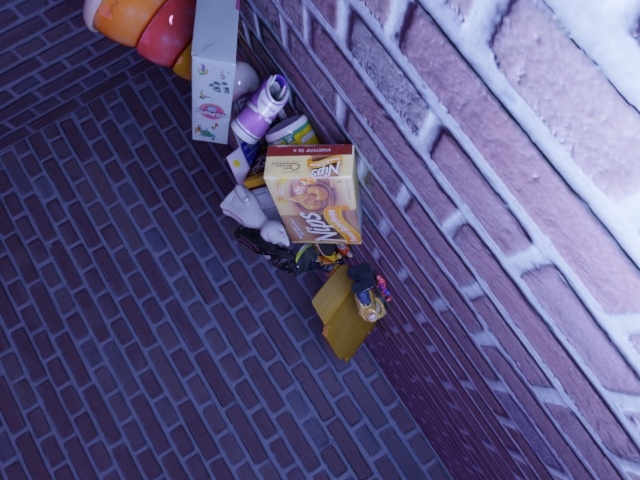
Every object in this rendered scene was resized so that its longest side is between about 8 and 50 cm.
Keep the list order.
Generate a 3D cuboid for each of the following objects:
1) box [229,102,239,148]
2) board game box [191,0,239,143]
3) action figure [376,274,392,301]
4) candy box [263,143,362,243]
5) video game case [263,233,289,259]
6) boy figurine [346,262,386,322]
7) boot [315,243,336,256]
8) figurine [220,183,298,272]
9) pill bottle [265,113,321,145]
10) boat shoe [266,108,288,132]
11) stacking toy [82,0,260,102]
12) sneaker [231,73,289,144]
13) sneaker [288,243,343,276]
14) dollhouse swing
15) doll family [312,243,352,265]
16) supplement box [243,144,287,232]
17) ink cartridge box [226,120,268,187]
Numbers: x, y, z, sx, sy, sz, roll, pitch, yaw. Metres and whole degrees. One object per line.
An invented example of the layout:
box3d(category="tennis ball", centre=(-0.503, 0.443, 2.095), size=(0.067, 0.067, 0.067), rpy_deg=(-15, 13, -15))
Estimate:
box3d(category="box", centre=(-0.281, -0.424, 1.816), size=(0.148, 0.121, 0.311), rpy_deg=(57, 173, 1))
box3d(category="board game box", centre=(-0.248, -0.407, 1.127), size=(0.303, 0.097, 0.224), rpy_deg=(125, 148, -65))
box3d(category="action figure", centre=(0.190, 0.143, 1.465), size=(0.038, 0.030, 0.115), rpy_deg=(57, 173, 47))
box3d(category="candy box", centre=(-0.003, -0.094, 1.097), size=(0.316, 0.182, 0.088), rpy_deg=(72, -158, -64))
box3d(category="video game case", centre=(-0.208, -0.133, 1.997), size=(0.036, 0.329, 0.300), rpy_deg=(-15, 113, 39))
box3d(category="boy figurine", centre=(0.160, 0.198, 1.598), size=(0.285, 0.092, 0.177), rpy_deg=(64, -171, -52))
box3d(category="boot", centre=(0.043, -0.010, 1.468), size=(0.137, 0.076, 0.198), rpy_deg=(43, 148, 46))
box3d(category="figurine", centre=(-0.147, -0.022, 1.256), size=(0.209, 0.092, 0.215), rpy_deg=(37, 159, 27))
box3d(category="pill bottle", centre=(-0.042, -0.199, 1.203), size=(0.209, 0.117, 0.117), rpy_deg=(61, 172, -23))
box3d(category="boat shoe", centre=(-0.135, -0.336, 1.399), size=(0.080, 0.076, 0.229), rpy_deg=(51, 171, 39))
box3d(category="stacking toy", centre=(-0.366, -0.564, 1.342), size=(0.480, 0.351, 0.350), rpy_deg=(44, 178, -21))
box3d(category="sneaker", centre=(-0.139, -0.352, 1.211), size=(0.102, 0.161, 0.282), rpy_deg=(34, -160, -25))
box3d(category="sneaker", centre=(-0.009, 0.072, 1.808), size=(0.121, 0.300, 0.111), rpy_deg=(35, 122, 18))
box3d(category="dollhouse swing", centre=(0.040, 0.265, 2.034), size=(0.304, 0.315, 0.347), rpy_deg=(26, 156, 35))
box3d(category="doll family", centre=(0.000, 0.000, 1.683), size=(0.263, 0.118, 0.163), rpy_deg=(47, 171, 31))
box3d(category="supplement box", centre=(-0.098, -0.158, 1.373), size=(0.191, 0.128, 0.194), rpy_deg=(-76, -34, -48))
box3d(category="ink cartridge box", centre=(-0.188, -0.245, 1.478), size=(0.304, 0.072, 0.308), rpy_deg=(-66, -43, -60))
